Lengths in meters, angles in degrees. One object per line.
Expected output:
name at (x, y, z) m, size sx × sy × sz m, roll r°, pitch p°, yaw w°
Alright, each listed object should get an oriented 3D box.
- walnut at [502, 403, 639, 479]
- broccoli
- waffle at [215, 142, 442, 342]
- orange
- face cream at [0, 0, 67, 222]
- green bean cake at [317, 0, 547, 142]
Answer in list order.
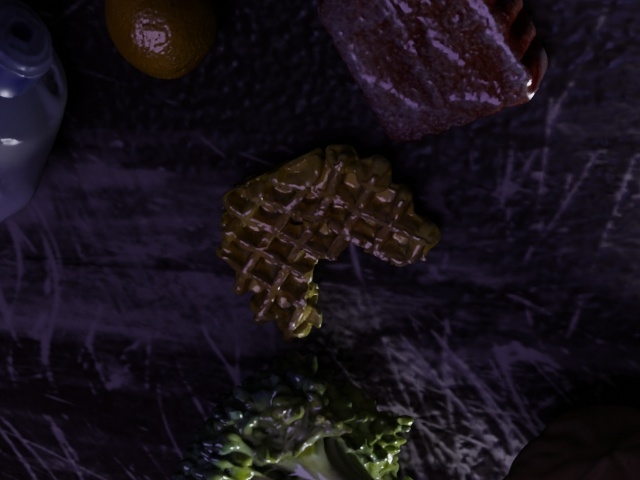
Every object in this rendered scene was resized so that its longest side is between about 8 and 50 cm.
walnut at (0.258, 0.256, 1.182) m, size 0.227 × 0.273 × 0.273 m, roll -28°, pitch 111°, yaw 4°
broccoli at (0.000, 0.237, 1.284) m, size 0.243 × 0.247 × 0.263 m, roll 24°, pitch 149°, yaw 17°
waffle at (0.001, -0.002, 1.238) m, size 0.194 × 0.051 × 0.149 m, roll -22°, pitch 112°, yaw 30°
orange at (-0.122, -0.171, 1.156) m, size 0.085 × 0.085 × 0.095 m, roll -30°, pitch 85°, yaw 37°
face cream at (-0.360, -0.088, 1.319) m, size 0.235 × 0.137 × 0.420 m, roll 47°, pitch 137°, yaw -13°
green bean cake at (0.082, -0.149, 1.091) m, size 0.136 × 0.056 × 0.135 m, roll -17°, pitch 115°, yaw 34°
